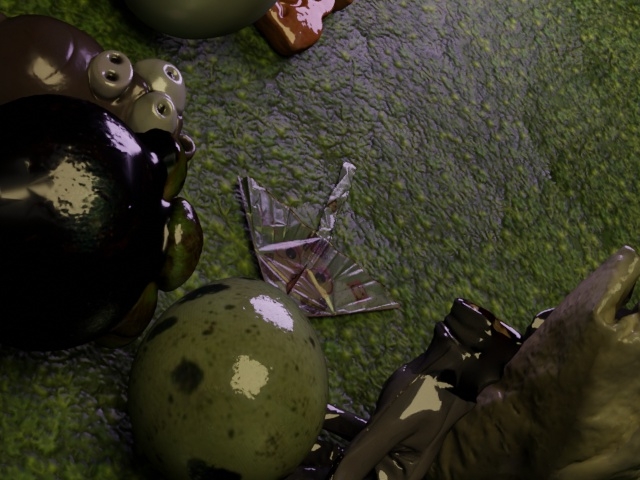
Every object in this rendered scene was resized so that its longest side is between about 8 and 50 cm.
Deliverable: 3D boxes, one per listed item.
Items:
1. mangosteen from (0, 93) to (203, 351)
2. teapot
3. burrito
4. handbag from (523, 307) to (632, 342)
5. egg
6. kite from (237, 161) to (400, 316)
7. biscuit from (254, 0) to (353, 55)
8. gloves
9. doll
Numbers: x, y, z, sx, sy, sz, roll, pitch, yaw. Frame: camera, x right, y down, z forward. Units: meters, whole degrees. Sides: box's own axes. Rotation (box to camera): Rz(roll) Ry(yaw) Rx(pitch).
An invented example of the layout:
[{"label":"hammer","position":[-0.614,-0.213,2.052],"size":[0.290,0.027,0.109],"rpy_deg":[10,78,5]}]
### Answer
[{"label":"mangosteen","position":[-0.218,-0.013,1.076],"size":[0.243,0.243,0.243],"rpy_deg":[17,54,-25]},{"label":"teapot","position":[-0.185,-0.312,1.337],"size":[0.318,0.149,0.220],"rpy_deg":[-21,81,-3]},{"label":"burrito","position":[0.240,0.170,1.191],"size":[0.190,0.332,0.135],"rpy_deg":[47,40,11]},{"label":"handbag","position":[0.341,0.232,1.392],"size":[0.192,0.075,0.332],"rpy_deg":[2,63,-33]},{"label":"egg","position":[-0.078,0.122,1.115],"size":[0.177,0.177,0.228],"rpy_deg":[31,36,-14]},{"label":"kite","position":[0.001,-0.001,1.354],"size":[0.229,0.012,0.250],"rpy_deg":[38,48,-12]},{"label":"biscuit","position":[-0.092,-0.360,1.494],"size":[0.306,0.043,0.284],"rpy_deg":[19,54,-23]},{"label":"gloves","position":[0.069,0.167,1.162],"size":[0.285,0.142,0.119],"rpy_deg":[-36,88,2]},{"label":"doll","position":[-0.234,-0.142,1.215],"size":[0.257,0.117,0.182],"rpy_deg":[22,47,-18]}]
